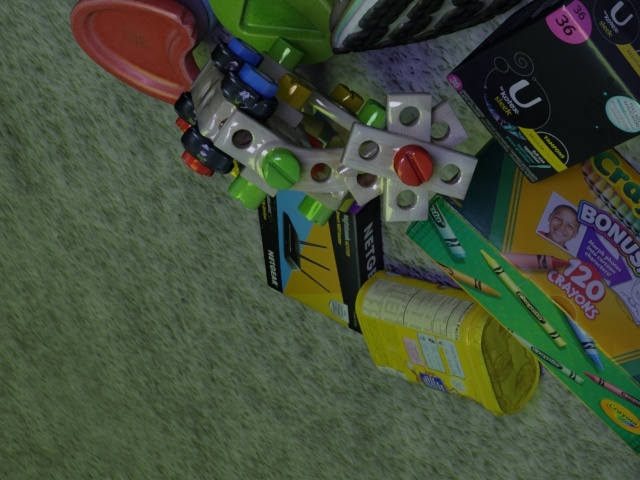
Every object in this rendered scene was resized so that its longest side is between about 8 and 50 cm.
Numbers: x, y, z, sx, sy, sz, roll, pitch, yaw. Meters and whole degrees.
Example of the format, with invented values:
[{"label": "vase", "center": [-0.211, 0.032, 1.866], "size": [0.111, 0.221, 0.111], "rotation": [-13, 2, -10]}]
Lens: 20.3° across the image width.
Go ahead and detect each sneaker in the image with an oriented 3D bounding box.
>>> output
[{"label": "sneaker", "center": [0.090, -0.291, 1.408], "size": [0.410, 0.158, 0.182], "rotation": [122, 134, -60]}]

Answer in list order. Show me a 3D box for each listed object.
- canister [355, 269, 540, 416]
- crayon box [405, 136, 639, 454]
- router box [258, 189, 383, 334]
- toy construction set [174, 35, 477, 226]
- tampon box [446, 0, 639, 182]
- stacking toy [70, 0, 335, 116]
[{"label": "canister", "center": [0.126, 0.100, 1.813], "size": [0.170, 0.073, 0.126], "rotation": [14, 136, 41]}, {"label": "crayon box", "center": [0.231, 0.024, 1.524], "size": [0.278, 0.165, 0.081], "rotation": [43, 148, 3]}, {"label": "router box", "center": [0.000, 0.000, 1.868], "size": [0.133, 0.046, 0.179], "rotation": [25, 142, 28]}, {"label": "toy construction set", "center": [-0.006, -0.079, 1.487], "size": [0.215, 0.151, 0.327], "rotation": [33, 177, -17]}, {"label": "tampon box", "center": [0.207, -0.138, 1.429], "size": [0.120, 0.101, 0.161], "rotation": [50, 147, -8]}, {"label": "stacking toy", "center": [-0.093, -0.250, 1.673], "size": [0.279, 0.130, 0.309], "rotation": [23, 152, 5]}]
